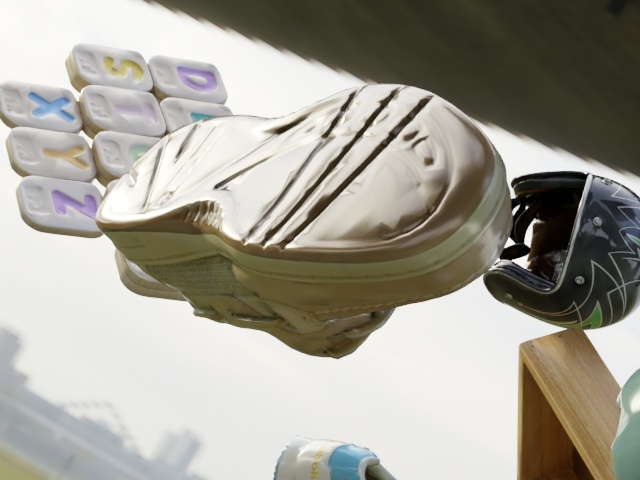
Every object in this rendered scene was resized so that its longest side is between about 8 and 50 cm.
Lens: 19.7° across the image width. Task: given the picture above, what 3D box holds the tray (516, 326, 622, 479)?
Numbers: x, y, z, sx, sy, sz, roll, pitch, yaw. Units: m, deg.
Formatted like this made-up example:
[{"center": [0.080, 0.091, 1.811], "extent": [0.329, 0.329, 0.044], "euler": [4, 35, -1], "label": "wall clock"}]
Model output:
[{"center": [0.291, 0.288, 1.668], "extent": [0.411, 0.076, 0.203], "euler": [-116, -164, -47], "label": "tray"}]

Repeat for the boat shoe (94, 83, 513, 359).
[{"center": [0.000, 0.000, 0.860], "extent": [0.098, 0.109, 0.302], "euler": [51, -24, -22], "label": "boat shoe"}]

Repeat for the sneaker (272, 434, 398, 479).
[{"center": [0.044, 0.261, 1.587], "extent": [0.092, 0.087, 0.228], "euler": [2, -42, 36], "label": "sneaker"}]

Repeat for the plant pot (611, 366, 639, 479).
[{"center": [0.404, 0.127, 1.267], "extent": [0.341, 0.341, 0.334], "euler": [34, -48, -22], "label": "plant pot"}]

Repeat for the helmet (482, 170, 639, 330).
[{"center": [0.258, 0.011, 1.822], "extent": [0.161, 0.169, 0.169], "euler": [4, -24, 35], "label": "helmet"}]

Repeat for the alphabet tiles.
[{"center": [-0.117, -0.057, 1.471], "extent": [0.278, 0.021, 0.284], "euler": [8, 41, -28], "label": "alphabet tiles"}]
